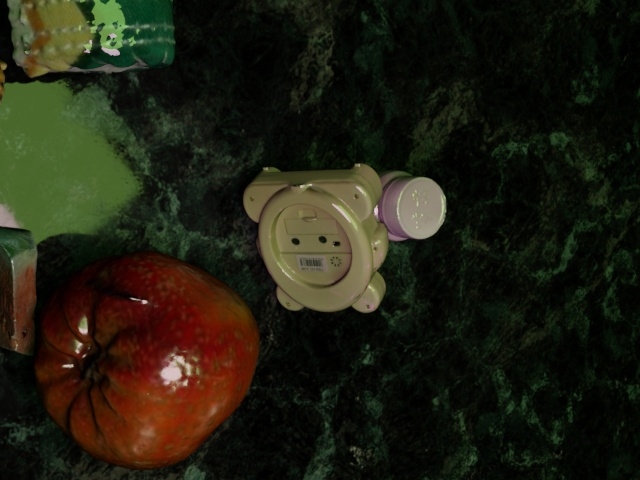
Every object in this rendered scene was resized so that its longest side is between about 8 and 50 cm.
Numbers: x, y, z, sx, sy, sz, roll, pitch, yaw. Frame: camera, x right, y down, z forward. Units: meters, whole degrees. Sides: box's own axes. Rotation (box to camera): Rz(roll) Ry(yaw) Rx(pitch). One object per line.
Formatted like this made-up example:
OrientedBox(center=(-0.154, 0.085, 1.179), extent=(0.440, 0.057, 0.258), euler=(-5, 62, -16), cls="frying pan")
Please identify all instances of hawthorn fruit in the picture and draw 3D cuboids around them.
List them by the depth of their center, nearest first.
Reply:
OrientedBox(center=(-0.300, 0.203, 1.735), extent=(0.402, 0.403, 0.403), euler=(-3, 96, -31), cls="hawthorn fruit")

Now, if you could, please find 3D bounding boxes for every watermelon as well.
OrientedBox(center=(-0.543, 0.101, 1.710), extent=(0.094, 0.154, 0.241), euler=(-7, 111, -31), cls="watermelon")

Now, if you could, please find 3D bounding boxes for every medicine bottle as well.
OrientedBox(center=(0.139, -0.075, 2.024), extent=(0.152, 0.254, 0.152), euler=(-3, 95, -30), cls="medicine bottle")

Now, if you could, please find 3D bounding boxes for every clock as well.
OrientedBox(center=(0.000, 0.000, 1.943), extent=(0.114, 0.284, 0.309), euler=(-56, 140, -55), cls="clock")

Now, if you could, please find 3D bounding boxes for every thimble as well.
OrientedBox(center=(-0.398, -0.375, 1.668), extent=(0.288, 0.254, 0.167), euler=(-9, 98, -28), cls="thimble")

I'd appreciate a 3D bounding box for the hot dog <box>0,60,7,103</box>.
OrientedBox(center=(-0.683, -0.199, 1.470), extent=(0.365, 0.196, 0.367), euler=(25, 58, -43), cls="hot dog")
